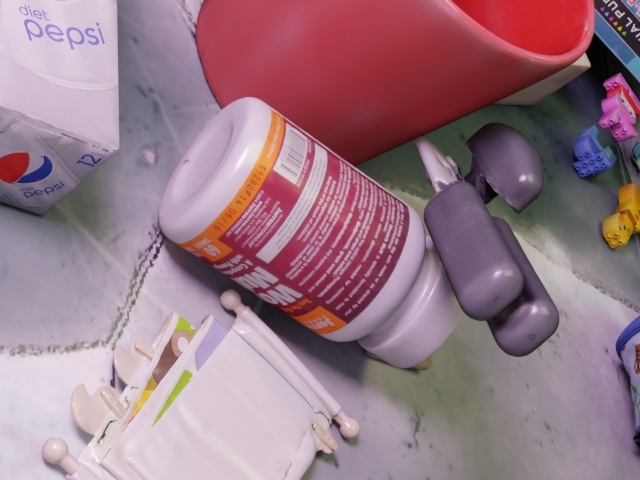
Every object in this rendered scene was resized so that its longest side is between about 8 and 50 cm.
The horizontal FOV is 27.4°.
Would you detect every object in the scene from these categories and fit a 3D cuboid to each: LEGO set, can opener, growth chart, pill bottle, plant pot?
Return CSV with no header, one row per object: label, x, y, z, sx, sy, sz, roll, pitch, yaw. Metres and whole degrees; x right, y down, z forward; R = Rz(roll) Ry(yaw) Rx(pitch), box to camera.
LEGO set,0.333,-0.050,1.407,0.227,0.087,0.093,54,40,-13
can opener,0.128,-0.022,0.954,0.076,0.095,0.283,44,12,-20
growth chart,-0.073,0.128,0.894,0.172,0.021,0.237,51,38,-5
pill bottle,0.000,0.000,0.979,0.221,0.121,0.121,34,43,-22
plant pot,0.046,-0.193,1.074,0.275,0.243,0.275,27,45,-31

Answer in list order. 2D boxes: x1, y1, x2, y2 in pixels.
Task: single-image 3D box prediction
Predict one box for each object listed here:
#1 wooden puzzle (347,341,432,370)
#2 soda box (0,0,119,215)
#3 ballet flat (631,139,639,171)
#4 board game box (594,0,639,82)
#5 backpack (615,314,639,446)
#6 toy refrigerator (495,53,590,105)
wooden puzzle,0.060,0.068,1.083,0.116,0.014,0.078,23,53,-27
soda box,-0.203,-0.168,0.912,0.091,0.098,0.286,21,50,-36
ballet flat,0.402,-0.071,1.530,0.114,0.041,0.041,56,38,-1
board game box,0.329,-0.299,1.524,0.336,0.079,0.254,44,19,-14
backpack,0.415,0.104,1.236,0.276,0.263,0.213,26,41,-38
toy refrigerator,0.154,-0.204,1.318,0.269,0.094,0.102,-4,66,-47
